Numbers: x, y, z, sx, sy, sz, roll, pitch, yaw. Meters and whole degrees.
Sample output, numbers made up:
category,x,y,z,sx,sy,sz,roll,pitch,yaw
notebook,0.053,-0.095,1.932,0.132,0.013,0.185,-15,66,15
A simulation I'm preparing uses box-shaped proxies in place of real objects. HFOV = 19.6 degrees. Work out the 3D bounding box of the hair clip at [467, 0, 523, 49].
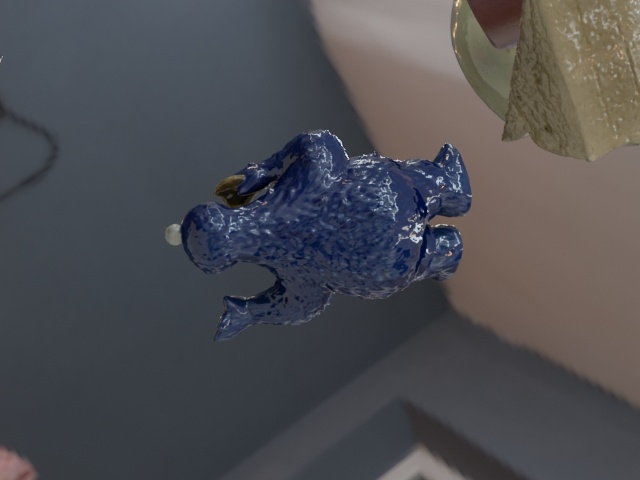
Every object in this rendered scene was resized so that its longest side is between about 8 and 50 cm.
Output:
category,x,y,z,sx,sy,sz,roll,pitch,yaw
hair clip,0.133,-0.172,1.305,0.137,0.054,0.022,52,27,-54

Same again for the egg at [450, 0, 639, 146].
category,x,y,z,sx,sy,sz,roll,pitch,yaw
egg,0.246,-0.200,2.018,0.264,0.174,0.286,-4,-59,48

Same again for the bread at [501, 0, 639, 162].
category,x,y,z,sx,sy,sz,roll,pitch,yaw
bread,0.159,-0.133,1.223,0.105,0.077,0.152,25,-42,59

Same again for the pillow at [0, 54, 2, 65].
category,x,y,z,sx,sy,sz,roll,pitch,yaw
pillow,-0.392,-0.141,1.306,0.326,0.101,0.228,24,-34,-7

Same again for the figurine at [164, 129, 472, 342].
category,x,y,z,sx,sy,sz,roll,pitch,yaw
figurine,0.005,-0.008,1.561,0.121,0.262,0.164,-146,-139,-69
